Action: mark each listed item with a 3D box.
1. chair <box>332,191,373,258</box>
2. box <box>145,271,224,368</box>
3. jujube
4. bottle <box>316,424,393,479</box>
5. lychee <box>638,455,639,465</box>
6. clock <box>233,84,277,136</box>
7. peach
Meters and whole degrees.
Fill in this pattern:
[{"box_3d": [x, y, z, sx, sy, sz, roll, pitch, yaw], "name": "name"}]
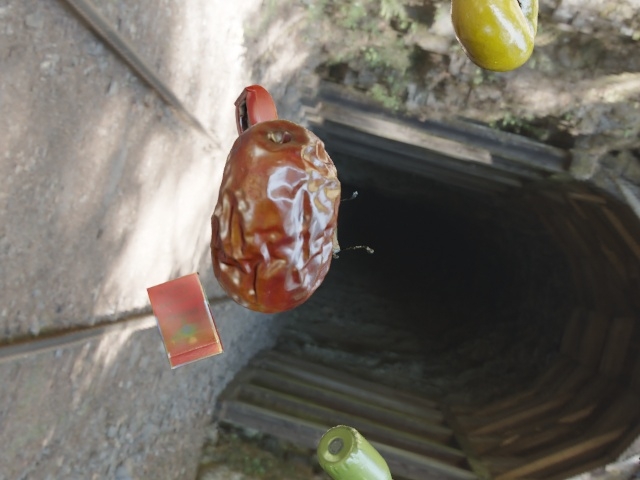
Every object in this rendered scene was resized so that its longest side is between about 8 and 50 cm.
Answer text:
[{"box_3d": [0.000, 0.000, 1.780, 0.213, 0.174, 0.149, -32, -108, 46], "name": "chair"}, {"box_3d": [-0.275, 0.162, 1.582, 0.048, 0.112, 0.175, 118, -45, -85], "name": "box"}, {"box_3d": [-0.061, -0.027, 0.994, 0.174, 0.174, 0.250, -71, 167, -55], "name": "jujube"}, {"box_3d": [0.096, 0.527, 1.770, 0.260, 0.112, 0.112, 52, 42, -38], "name": "bottle"}, {"box_3d": [0.930, 0.600, 2.042, 0.165, 0.197, 0.165, -37, -146, 30], "name": "lychee"}, {"box_3d": [-0.114, -0.215, 1.414, 0.155, 0.061, 0.113, 178, -100, -78], "name": "clock"}, {"box_3d": [0.256, -0.328, 1.123, 0.179, 0.103, 0.179, 0, 90, -58], "name": "peach"}]
